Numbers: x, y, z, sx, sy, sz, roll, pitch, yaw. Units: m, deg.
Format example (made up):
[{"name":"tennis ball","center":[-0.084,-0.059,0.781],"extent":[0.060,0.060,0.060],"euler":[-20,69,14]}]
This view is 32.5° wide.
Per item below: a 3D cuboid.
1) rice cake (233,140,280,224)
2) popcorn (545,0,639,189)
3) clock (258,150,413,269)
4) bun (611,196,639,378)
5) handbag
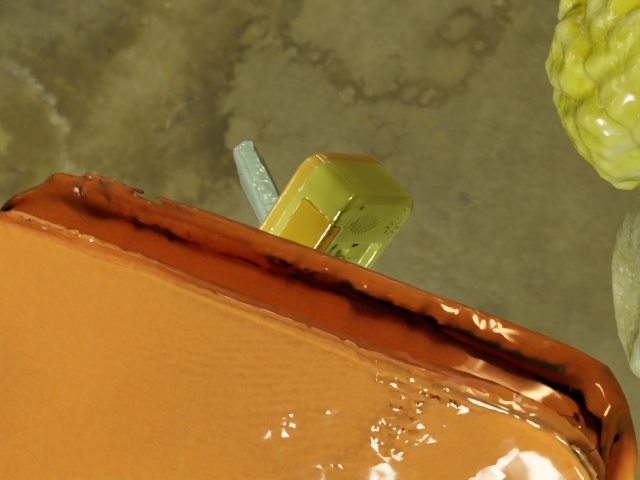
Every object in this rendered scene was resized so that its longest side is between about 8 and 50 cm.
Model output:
[{"name":"rice cake","center":[-0.062,-0.018,1.485],"extent":[0.043,0.127,0.237],"euler":[-19,64,-6]},{"name":"popcorn","center":[0.260,-0.102,0.587],"extent":[0.237,0.251,0.206],"euler":[-58,23,3]},{"name":"clock","center":[0.000,0.000,1.266],"extent":[0.096,0.143,0.202],"euler":[50,117,29]},{"name":"bun","center":[0.451,0.057,1.358],"extent":[0.160,0.259,0.259],"euler":[-5,80,4]},{"name":"handbag","center":[-0.053,0.151,0.625],"extent":[0.410,0.116,0.303],"euler":[19,109,16]}]
